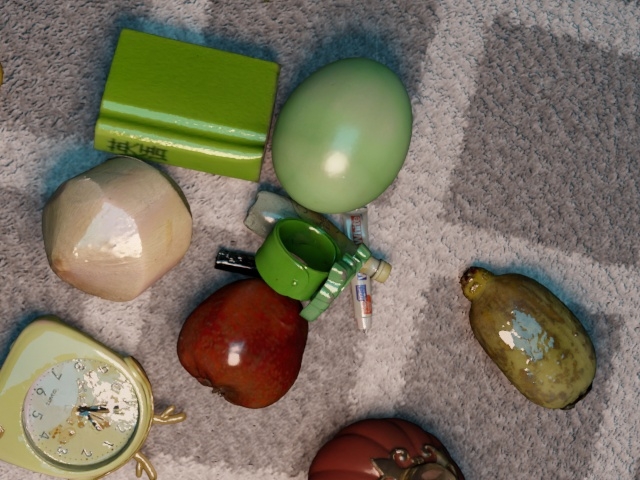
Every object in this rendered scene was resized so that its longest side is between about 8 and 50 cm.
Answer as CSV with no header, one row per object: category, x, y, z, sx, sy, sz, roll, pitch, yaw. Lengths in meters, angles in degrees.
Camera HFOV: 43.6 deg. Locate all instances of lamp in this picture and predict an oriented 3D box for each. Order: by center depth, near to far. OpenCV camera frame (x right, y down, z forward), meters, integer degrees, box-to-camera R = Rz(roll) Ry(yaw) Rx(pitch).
lamp,0.113,0.448,1.339,0.303,0.257,0.303,17,57,-29

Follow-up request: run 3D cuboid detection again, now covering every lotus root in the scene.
lotus root,0.368,0.170,1.439,0.173,0.173,0.309,-43,93,-6

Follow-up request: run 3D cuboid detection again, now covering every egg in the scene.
egg,0.038,-0.173,1.319,0.220,0.220,0.270,36,76,-11

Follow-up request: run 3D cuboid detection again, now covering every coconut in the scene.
coconut,-0.326,-0.013,1.245,0.224,0.224,0.234,49,51,-9

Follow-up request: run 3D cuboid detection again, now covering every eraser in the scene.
eraser,-0.209,-0.216,1.300,0.274,0.092,0.210,13,63,-11

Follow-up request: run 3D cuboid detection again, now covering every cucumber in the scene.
cucumber,-0.104,0.050,1.395,0.163,0.039,0.043,11,112,-10

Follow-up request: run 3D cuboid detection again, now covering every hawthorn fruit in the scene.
hawthorn fruit,-0.111,0.145,1.318,0.208,0.208,0.248,33,78,-11

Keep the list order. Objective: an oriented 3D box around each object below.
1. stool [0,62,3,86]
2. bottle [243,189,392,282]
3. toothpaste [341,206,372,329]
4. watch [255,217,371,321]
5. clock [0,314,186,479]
stool,-0.564,-0.269,1.252,0.134,0.110,0.135,-41,98,-6
bottle,0.000,0.000,1.382,0.269,0.083,0.083,27,88,-6
toothpaste,0.069,0.050,1.434,0.052,0.033,0.218,-5,89,-15
watch,-0.022,0.037,1.294,0.152,0.165,0.131,37,122,4
clock,-0.386,0.281,1.321,0.308,0.096,0.235,27,86,-11
